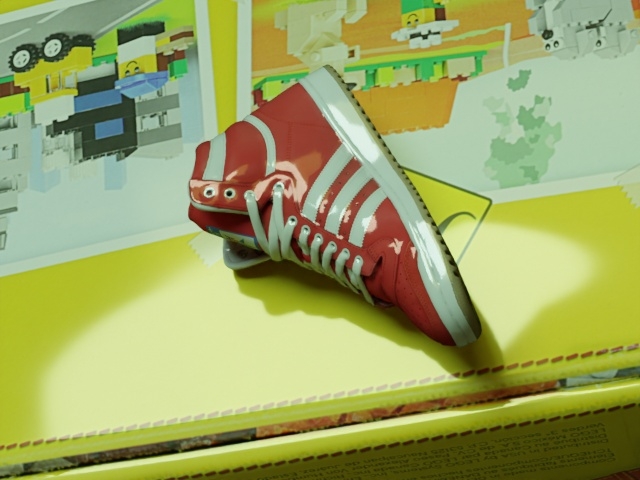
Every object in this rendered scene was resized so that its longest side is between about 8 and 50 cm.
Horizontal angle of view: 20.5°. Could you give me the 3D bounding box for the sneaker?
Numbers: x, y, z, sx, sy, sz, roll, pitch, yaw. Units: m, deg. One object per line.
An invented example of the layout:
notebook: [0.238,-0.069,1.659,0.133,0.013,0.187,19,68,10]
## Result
sneaker: [0.000,0.000,0.558,0.067,0.042,0.118,-28,51,-4]

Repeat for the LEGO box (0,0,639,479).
LEGO box: [0.005,-0.049,0.724,0.500,0.193,0.372,-10,60,12]
